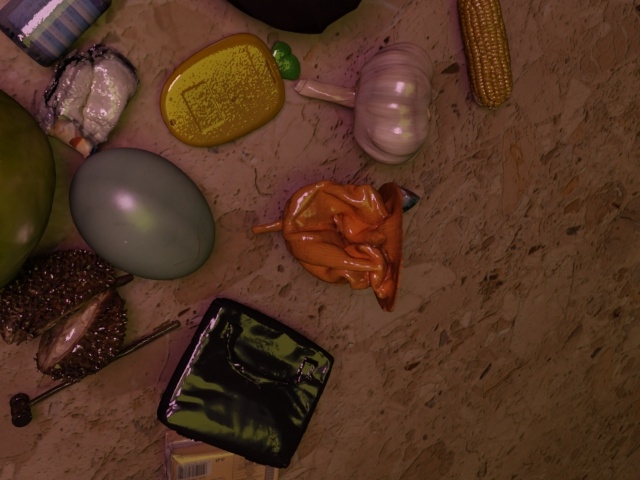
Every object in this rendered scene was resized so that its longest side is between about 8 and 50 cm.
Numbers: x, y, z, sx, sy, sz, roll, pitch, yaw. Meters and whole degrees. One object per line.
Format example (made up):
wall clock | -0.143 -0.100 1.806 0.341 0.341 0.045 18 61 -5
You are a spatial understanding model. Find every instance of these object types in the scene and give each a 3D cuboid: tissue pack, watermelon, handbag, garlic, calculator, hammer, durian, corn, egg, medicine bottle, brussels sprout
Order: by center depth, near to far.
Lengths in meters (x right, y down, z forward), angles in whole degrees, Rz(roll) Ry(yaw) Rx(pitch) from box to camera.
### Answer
brussels sprout | -0.475 -0.052 0.657 0.344 0.344 0.268 -17 127 -20
medicine bottle | -0.310 -0.318 0.737 0.203 0.083 0.083 -46 124 0
egg | -0.250 -0.034 0.840 0.168 0.168 0.231 -46 130 -3
durian | -0.359 0.102 0.854 0.196 0.167 0.196 -18 117 -39
calculator | -0.133 -0.232 0.894 0.235 0.032 0.146 -32 122 -13
garlic | 0.068 -0.218 0.944 0.226 0.199 0.199 6 111 1
hammer | -0.365 0.209 0.964 0.292 0.058 0.029 -28 126 -19
corn | 0.294 -0.343 1.036 0.080 0.080 0.238 -28 123 -14
handbag | -0.127 0.256 1.042 0.275 0.088 0.244 30 78 -22
watermelon | 0.149 -0.082 1.090 0.085 0.085 0.061 -32 87 -11
tissue pack | -0.189 0.443 1.124 0.222 0.090 0.186 -4 109 -27

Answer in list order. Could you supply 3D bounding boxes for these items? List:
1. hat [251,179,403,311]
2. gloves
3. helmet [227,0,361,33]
hat | 0.000 0.000 0.978 0.233 0.233 0.244 4 68 -7
gloves | -0.319 -0.196 0.789 0.114 0.070 0.153 30 96 -47
helmet | -0.065 -0.387 0.768 0.305 0.225 0.177 13 135 -21
